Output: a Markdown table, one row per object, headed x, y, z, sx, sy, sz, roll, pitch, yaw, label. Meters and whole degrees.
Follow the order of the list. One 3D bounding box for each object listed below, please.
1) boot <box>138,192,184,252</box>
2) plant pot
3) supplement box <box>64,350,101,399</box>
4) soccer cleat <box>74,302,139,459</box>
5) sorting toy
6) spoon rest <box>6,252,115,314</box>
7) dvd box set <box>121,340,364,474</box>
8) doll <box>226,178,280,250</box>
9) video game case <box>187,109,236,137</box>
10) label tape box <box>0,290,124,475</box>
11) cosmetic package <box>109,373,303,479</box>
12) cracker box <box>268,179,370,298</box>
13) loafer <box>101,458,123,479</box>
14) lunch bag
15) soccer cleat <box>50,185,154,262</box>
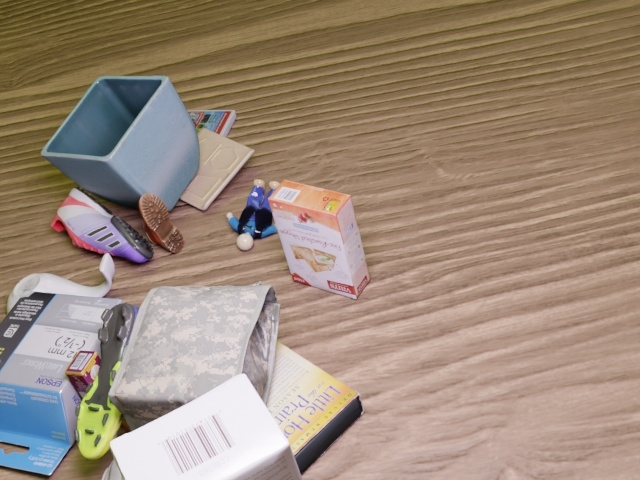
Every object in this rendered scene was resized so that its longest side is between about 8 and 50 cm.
| x | y | z | sx | sy | sz | roll | pitch | yaw | label |
| --- | --- | --- | --- | --- | --- | --- | --- | --- | --- |
| -0.369 | -0.042 | 2.070 | 0.084 | 0.158 | 0.059 | 17 | 52 | 41 | boot |
| -0.420 | -0.197 | 2.138 | 0.247 | 0.252 | 0.247 | 8 | 57 | 39 | plant pot |
| -0.423 | 0.249 | 1.728 | 0.043 | 0.083 | 0.055 | 0 | 42 | 27 | supplement box |
| -0.359 | 0.255 | 1.694 | 0.093 | 0.121 | 0.289 | -7 | 61 | 29 | soccer cleat |
| -0.276 | -0.168 | 2.246 | 0.208 | 0.038 | 0.193 | 24 | 68 | 39 | sorting toy |
| -0.559 | 0.108 | 2.034 | 0.276 | 0.084 | 0.137 | -16 | 38 | 19 | spoon rest |
| -0.173 | 0.295 | 1.713 | 0.420 | 0.062 | 0.307 | 27 | 56 | 38 | dvd box set |
| -0.148 | -0.052 | 2.095 | 0.129 | 0.046 | 0.189 | 8 | 52 | 11 | doll |
| -0.377 | -0.265 | 2.412 | 0.285 | 0.025 | 0.204 | 2 | 44 | 19 | video game case |
| -0.544 | 0.261 | 1.816 | 0.249 | 0.115 | 0.348 | 4 | 43 | 25 | label tape box |
| -0.124 | 0.400 | 1.342 | 0.217 | 0.385 | 0.156 | -25 | 43 | -15 | cosmetic package |
| 0.000 | 0.000 | 1.854 | 0.155 | 0.232 | 0.067 | 14 | 50 | 29 | cracker box |
| -0.322 | 0.484 | 1.534 | 0.111 | 0.112 | 0.320 | -36 | 34 | 34 | loafer |
| -0.207 | 0.198 | 1.656 | 0.235 | 0.169 | 0.287 | -2 | 47 | 15 | lunch bag |
| -0.494 | -0.010 | 2.127 | 0.318 | 0.108 | 0.116 | 33 | 81 | 37 | soccer cleat |
